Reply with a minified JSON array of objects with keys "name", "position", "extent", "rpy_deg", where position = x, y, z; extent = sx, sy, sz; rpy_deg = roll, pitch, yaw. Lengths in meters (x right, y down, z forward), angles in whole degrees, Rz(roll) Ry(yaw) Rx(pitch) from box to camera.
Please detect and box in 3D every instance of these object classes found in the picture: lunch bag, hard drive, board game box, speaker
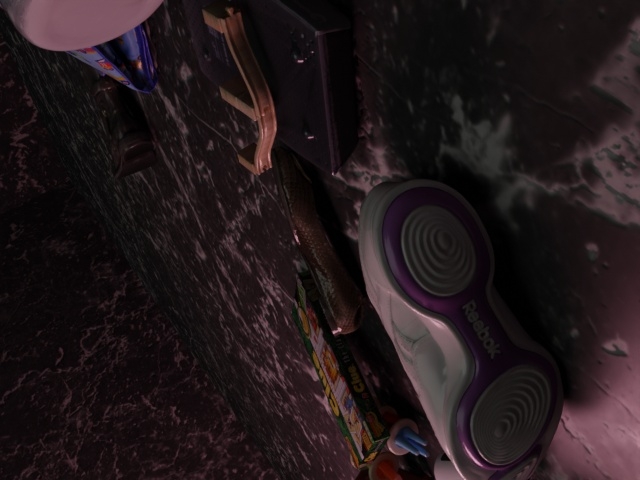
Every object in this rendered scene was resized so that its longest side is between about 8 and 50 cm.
[{"name":"lunch bag","position":[-0.384,-0.341,1.014],"extent":[0.220,0.138,0.293],"rpy_deg":[29,164,13]},{"name":"hard drive","position":[-0.055,-0.191,0.645],"extent":[0.254,0.054,0.172],"rpy_deg":[42,154,36]},{"name":"board game box","position":[0.021,0.182,0.934],"extent":[0.136,0.030,0.260],"rpy_deg":[97,152,-57]},{"name":"speaker","position":[0.180,0.262,0.742],"extent":[0.055,0.055,0.136],"rpy_deg":[56,160,7]}]

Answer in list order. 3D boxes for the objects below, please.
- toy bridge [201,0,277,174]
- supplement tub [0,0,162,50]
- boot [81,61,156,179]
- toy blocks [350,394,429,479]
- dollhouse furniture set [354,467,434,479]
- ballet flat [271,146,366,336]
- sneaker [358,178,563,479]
[{"name":"toy bridge","position":[-0.070,-0.139,0.637],"extent":[0.063,0.026,0.188],"rpy_deg":[40,153,35]},{"name":"supplement tub","position":[-0.330,-0.411,0.751],"extent":[0.338,0.207,0.207],"rpy_deg":[58,159,2]},{"name":"boot","position":[-0.433,-0.265,1.385],"extent":[0.229,0.091,0.263],"rpy_deg":[63,156,4]},{"name":"toy blocks","position":[0.101,0.302,0.936],"extent":[0.148,0.054,0.123],"rpy_deg":[16,110,61]},{"name":"dollhouse furniture set","position":[0.203,0.486,0.932],"extent":[0.374,0.152,0.201],"rpy_deg":[13,133,39]},{"name":"ballet flat","position":[0.000,0.000,0.801],"extent":[0.084,0.058,0.250],"rpy_deg":[-115,4,-78]},{"name":"sneaker","position":[0.120,0.080,0.590],"extent":[0.152,0.114,0.305],"rpy_deg":[-145,32,-74]}]
